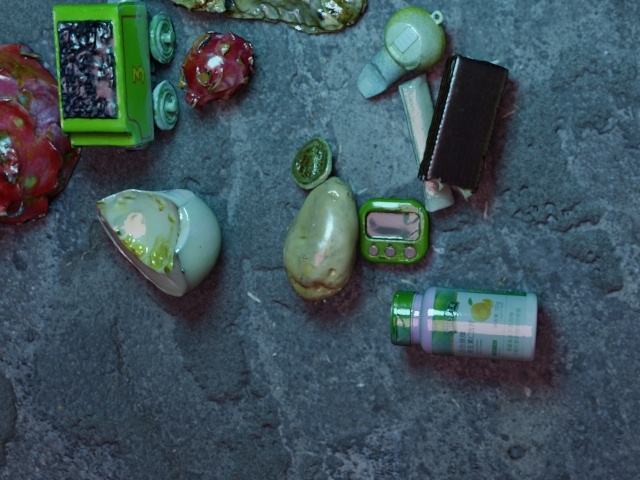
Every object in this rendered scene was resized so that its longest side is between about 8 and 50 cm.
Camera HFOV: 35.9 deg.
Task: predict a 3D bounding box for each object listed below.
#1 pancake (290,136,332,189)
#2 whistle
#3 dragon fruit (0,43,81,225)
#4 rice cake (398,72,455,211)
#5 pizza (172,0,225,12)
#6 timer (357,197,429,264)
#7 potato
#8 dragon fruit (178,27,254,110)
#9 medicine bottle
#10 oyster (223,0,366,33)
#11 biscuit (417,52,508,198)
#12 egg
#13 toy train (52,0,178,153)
[{"bbox_3d":[-0.016,-0.149,1.906,0.108,0.017,0.108,-17,63,38],"label":"pancake"},{"bbox_3d":[0.152,-0.345,1.821,0.123,0.123,0.223,47,128,-1],"label":"whistle"},{"bbox_3d":[-0.686,-0.204,1.965,0.370,0.249,0.386,26,109,1],"label":"dragon fruit"},{"bbox_3d":[0.199,-0.184,1.860,0.057,0.052,0.256,-12,100,11],"label":"rice cake"},{"bbox_3d":[-0.318,-0.530,1.839,0.251,0.074,0.288,-19,81,7],"label":"pizza"},{"bbox_3d":[0.142,-0.019,1.914,0.140,0.047,0.128,3,105,12],"label":"timer"},{"bbox_3d":[0.004,0.001,1.895,0.161,0.128,0.235,39,108,35],"label":"potato"},{"bbox_3d":[-0.203,-0.327,1.881,0.166,0.136,0.133,-52,54,9],"label":"dragon fruit"},{"bbox_3d":[0.272,0.156,1.880,0.274,0.133,0.134,3,103,13],"label":"medicine bottle"},{"bbox_3d":[-0.084,-0.455,1.858,0.344,0.079,0.129,4,112,9],"label":"oyster"},{"bbox_3d":[0.259,-0.207,1.804,0.106,0.070,0.252,12,97,-9],"label":"biscuit"},{"bbox_3d":[-0.290,-0.016,1.955,0.271,0.161,0.206,25,146,39],"label":"egg"},{"bbox_3d":[-0.381,-0.310,1.861,0.173,0.249,0.308,2,103,14],"label":"toy train"}]
